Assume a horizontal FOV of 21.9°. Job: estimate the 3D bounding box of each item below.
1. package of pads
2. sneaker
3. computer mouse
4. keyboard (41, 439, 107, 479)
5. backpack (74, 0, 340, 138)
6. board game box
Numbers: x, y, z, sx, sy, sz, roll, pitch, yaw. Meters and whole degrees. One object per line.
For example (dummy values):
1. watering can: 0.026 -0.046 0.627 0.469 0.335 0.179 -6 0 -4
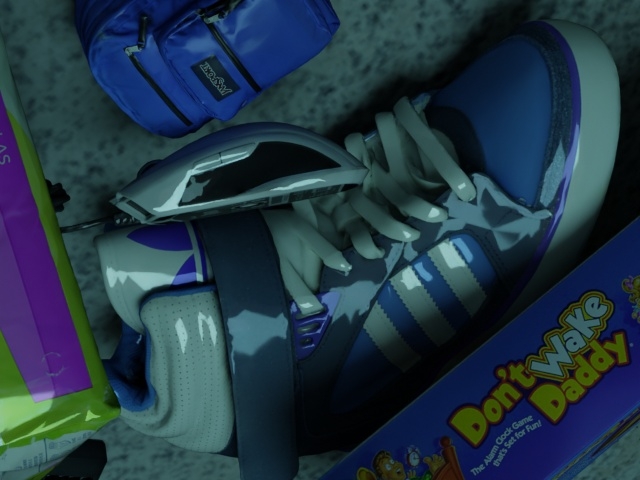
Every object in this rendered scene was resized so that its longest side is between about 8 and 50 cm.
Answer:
1. package of pads: -0.175 0.003 0.705 0.101 0.229 0.296 -17 174 -17
2. sneaker: 0.000 0.000 0.927 0.236 0.130 0.323 9 127 -33
3. computer mouse: -0.072 -0.032 0.849 0.193 0.106 0.042 -10 86 -4
4. keyboard: -0.224 0.145 1.007 0.192 0.038 0.100 7 122 -29
5. backpack: -0.063 -0.112 0.836 0.120 0.101 0.098 -32 125 8
6. board game box: 0.148 0.086 0.974 0.347 0.078 0.233 -39 166 -7
